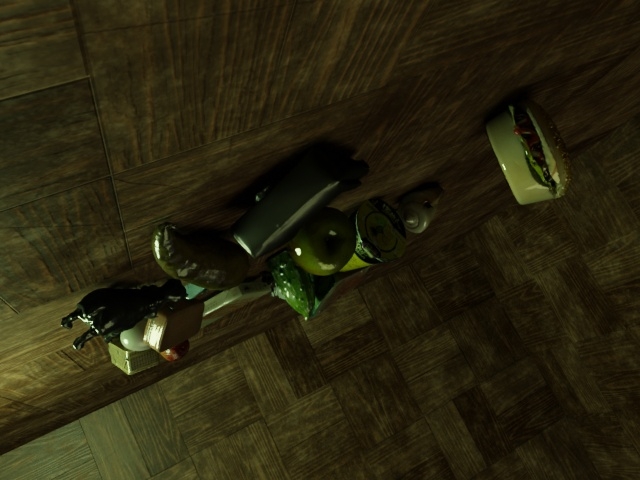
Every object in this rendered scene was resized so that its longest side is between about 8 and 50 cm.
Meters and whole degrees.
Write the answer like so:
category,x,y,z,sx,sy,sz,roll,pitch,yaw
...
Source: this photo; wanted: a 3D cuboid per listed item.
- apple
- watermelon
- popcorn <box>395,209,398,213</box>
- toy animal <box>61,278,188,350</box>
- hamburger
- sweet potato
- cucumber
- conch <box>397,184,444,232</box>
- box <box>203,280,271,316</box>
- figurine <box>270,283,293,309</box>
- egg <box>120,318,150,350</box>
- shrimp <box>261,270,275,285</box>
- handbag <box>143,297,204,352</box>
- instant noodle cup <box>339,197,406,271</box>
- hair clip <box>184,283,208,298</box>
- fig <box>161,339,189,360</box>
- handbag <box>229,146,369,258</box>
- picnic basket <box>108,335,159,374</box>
category,x,y,z,sx,sy,sz,roll,pitch,yaw
apple,0.000,0.000,1.555,0.196,0.196,0.157,-23,-163,-20
watermelon,0.051,0.146,2.026,0.201,0.262,0.213,17,136,-12
popcorn,0.280,-0.083,2.139,0.059,0.068,0.083,-47,138,-23
toy animal,-0.481,0.170,1.412,0.168,0.106,0.343,-39,172,18
hamburger,0.573,-0.238,1.560,0.170,0.302,0.302,-23,171,20
sweet potato,-0.271,0.039,1.278,0.130,0.130,0.422,-29,160,10
cucumber,-0.081,0.149,1.883,0.134,0.244,0.134,-21,173,-3
conch,0.350,-0.128,2.018,0.255,0.127,0.158,-48,160,-55
box,-0.374,0.244,2.056,0.365,0.051,0.204,-29,167,22
figurine,-0.112,0.181,2.274,0.192,0.126,0.147,-20,133,-4
egg,-0.550,0.288,1.757,0.135,0.103,0.103,-11,161,-44
shrimp,-0.149,0.118,2.043,0.145,0.059,0.254,-14,-175,33
handbag,-0.440,0.243,1.727,0.193,0.072,0.151,-23,135,-57
instant noodle cup,0.128,0.003,1.848,0.215,0.216,0.236,-17,172,-42
hair clip,-0.301,0.081,1.598,0.083,0.048,0.275,-14,158,-43
fig,-0.603,0.436,2.269,0.153,0.119,0.119,-28,169,9
handbag,-0.037,-0.089,1.253,0.285,0.113,0.257,-40,170,23
picnic basket,-0.605,0.361,1.848,0.115,0.080,0.164,-17,-162,-39
